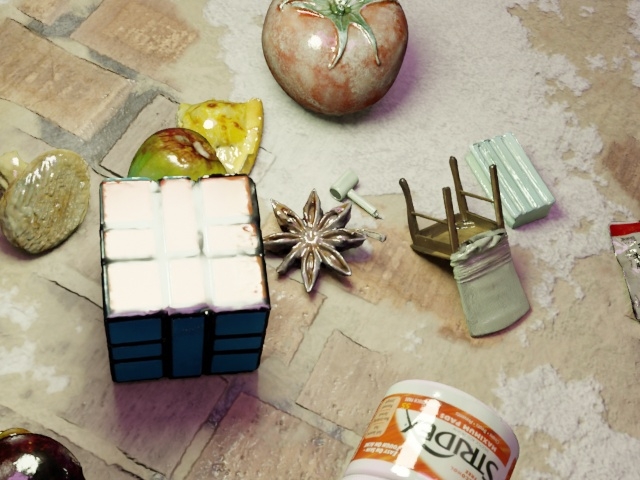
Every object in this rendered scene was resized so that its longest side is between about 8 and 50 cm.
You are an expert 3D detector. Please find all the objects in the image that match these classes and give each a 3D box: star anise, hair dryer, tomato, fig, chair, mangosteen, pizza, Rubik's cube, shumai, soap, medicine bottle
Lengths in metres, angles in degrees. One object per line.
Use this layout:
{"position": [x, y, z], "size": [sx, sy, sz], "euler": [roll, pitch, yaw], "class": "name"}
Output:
{"position": [0.000, 0.000, 1.916], "size": [0.262, 0.081, 0.230], "euler": [-1, 59, 3], "class": "star anise"}
{"position": [0.083, -0.089, 2.014], "size": [0.124, 0.038, 0.063], "euler": [39, 61, 7], "class": "hair dryer"}
{"position": [0.031, -0.428, 2.059], "size": [0.317, 0.282, 0.316], "euler": [4, 63, -7], "class": "tomato"}
{"position": [-0.288, -0.129, 1.902], "size": [0.191, 0.181, 0.181], "euler": [-26, 64, 7], "class": "fig"}
{"position": [0.291, 0.010, 1.936], "size": [0.160, 0.319, 0.186], "euler": [-24, 22, -23], "class": "chair"}
{"position": [-0.489, 0.395, 1.549], "size": [0.211, 0.211, 0.250], "euler": [-23, 35, -21], "class": "mangosteen"}
{"position": [-0.210, -0.221, 2.017], "size": [0.188, 0.080, 0.204], "euler": [1, 61, -8], "class": "pizza"}
{"position": [-0.247, 0.069, 1.719], "size": [0.283, 0.288, 0.293], "euler": [-2, 62, -9], "class": "Rubik's cube"}
{"position": [-0.551, -0.089, 1.860], "size": [0.153, 0.161, 0.209], "euler": [22, 88, 37], "class": "shumai"}
{"position": [0.407, -0.130, 2.071], "size": [0.114, 0.063, 0.198], "euler": [-18, 64, -17], "class": "soap"}
{"position": [0.178, 0.396, 1.612], "size": [0.252, 0.252, 0.241], "euler": [27, 60, 7], "class": "medicine bottle"}

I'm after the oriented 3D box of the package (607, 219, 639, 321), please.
{"position": [0.701, 0.060, 2.026], "size": [0.154, 0.030, 0.239], "euler": [-3, 61, -9], "class": "package"}
